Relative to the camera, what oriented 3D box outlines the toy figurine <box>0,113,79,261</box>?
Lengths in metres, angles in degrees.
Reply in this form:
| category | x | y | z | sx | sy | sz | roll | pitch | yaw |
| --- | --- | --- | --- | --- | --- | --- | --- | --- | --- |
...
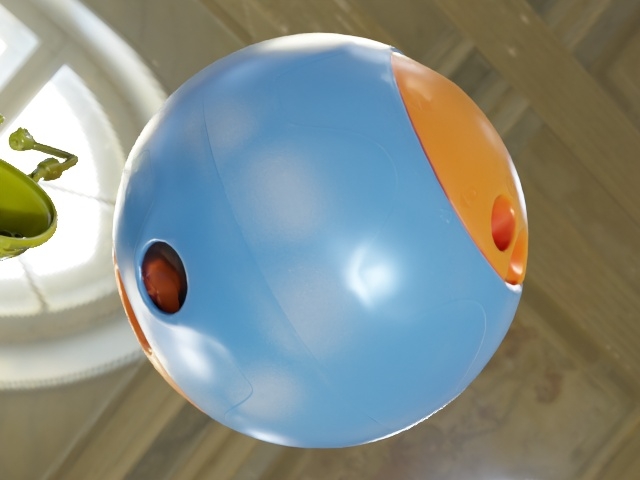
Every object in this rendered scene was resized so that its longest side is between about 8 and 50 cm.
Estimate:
| category | x | y | z | sx | sy | sz | roll | pitch | yaw |
| --- | --- | --- | --- | --- | --- | --- | --- | --- | --- |
| toy figurine | -0.396 | -0.033 | 0.938 | 0.217 | 0.363 | 0.191 | -58 | -169 | 19 |

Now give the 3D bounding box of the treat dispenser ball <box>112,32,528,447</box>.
| category | x | y | z | sx | sy | sz | roll | pitch | yaw |
| --- | --- | --- | --- | --- | --- | --- | --- | --- | --- |
| treat dispenser ball | 0.000 | 0.000 | 0.861 | 0.288 | 0.288 | 0.288 | -34 | -149 | 25 |
